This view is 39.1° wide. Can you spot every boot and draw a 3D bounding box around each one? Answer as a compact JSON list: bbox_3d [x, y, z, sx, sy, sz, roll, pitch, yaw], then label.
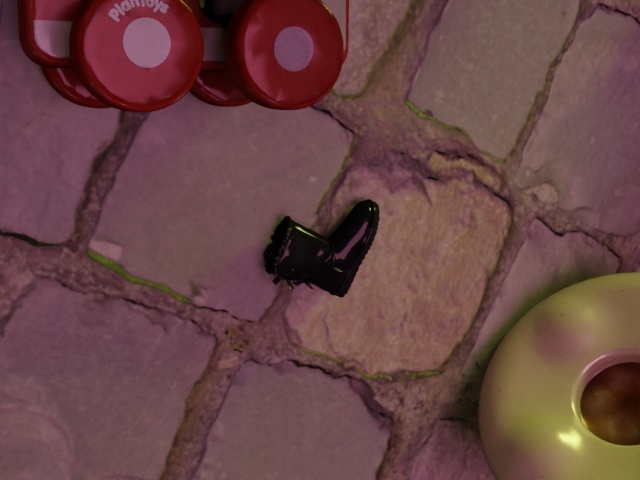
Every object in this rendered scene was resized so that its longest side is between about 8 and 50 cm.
[{"bbox_3d":[0.000,0.000,0.964,0.099,0.045,0.121,21,96,-27],"label":"boot"}]

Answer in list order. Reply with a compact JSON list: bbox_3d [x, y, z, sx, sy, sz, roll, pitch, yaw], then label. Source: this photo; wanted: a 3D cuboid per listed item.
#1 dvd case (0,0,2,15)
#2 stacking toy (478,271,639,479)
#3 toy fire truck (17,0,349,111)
[{"bbox_3d":[-0.349,-0.235,0.727,0.181,0.022,0.252,4,104,-28],"label":"dvd case"},{"bbox_3d":[0.427,0.300,1.160,0.351,0.351,0.480,-43,136,-9],"label":"stacking toy"},{"bbox_3d":[-0.112,-0.239,0.766,0.302,0.169,0.253,-5,101,-26],"label":"toy fire truck"}]
